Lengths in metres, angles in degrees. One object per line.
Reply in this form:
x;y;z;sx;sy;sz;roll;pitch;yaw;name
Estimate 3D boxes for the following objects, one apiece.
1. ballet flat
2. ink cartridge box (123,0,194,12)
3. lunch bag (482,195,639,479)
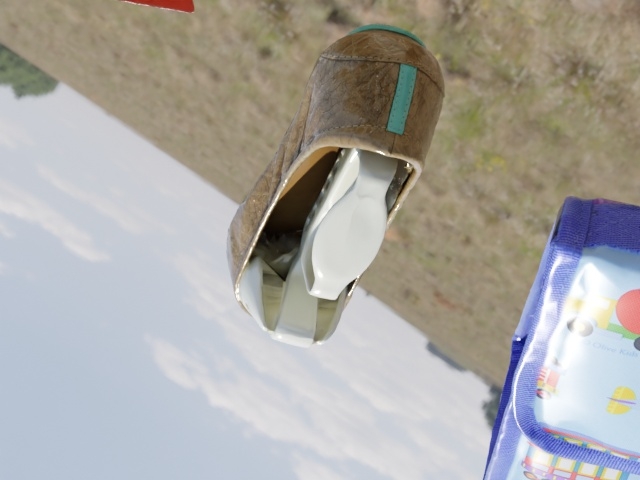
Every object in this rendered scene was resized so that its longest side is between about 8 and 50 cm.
0.000;0.000;0.734;0.116;0.124;0.342;14;142;-14;ballet flat
-0.138;-0.217;0.405;0.189;0.066;0.232;-2;-116;-43;ink cartridge box
0.207;0.067;0.488;0.221;0.138;0.293;13;150;10;lunch bag
